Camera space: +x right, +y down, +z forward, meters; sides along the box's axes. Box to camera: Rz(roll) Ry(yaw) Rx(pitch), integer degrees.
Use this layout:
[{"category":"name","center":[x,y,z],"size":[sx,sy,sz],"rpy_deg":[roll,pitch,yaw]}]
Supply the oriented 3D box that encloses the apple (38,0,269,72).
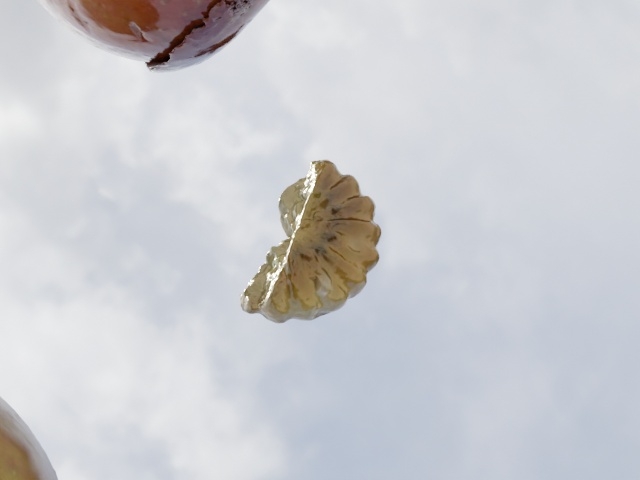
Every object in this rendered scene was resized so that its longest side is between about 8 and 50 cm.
[{"category":"apple","center":[-0.112,-0.254,1.083],"size":[0.206,0.251,0.272],"rpy_deg":[34,-176,-18]}]

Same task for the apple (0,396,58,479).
[{"category":"apple","center":[-0.372,0.252,1.156],"size":[0.333,0.400,0.400],"rpy_deg":[23,-143,-36]}]

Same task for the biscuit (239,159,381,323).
[{"category":"biscuit","center":[0.000,0.000,1.503],"size":[0.118,0.061,0.183],"rpy_deg":[17,-119,11]}]
